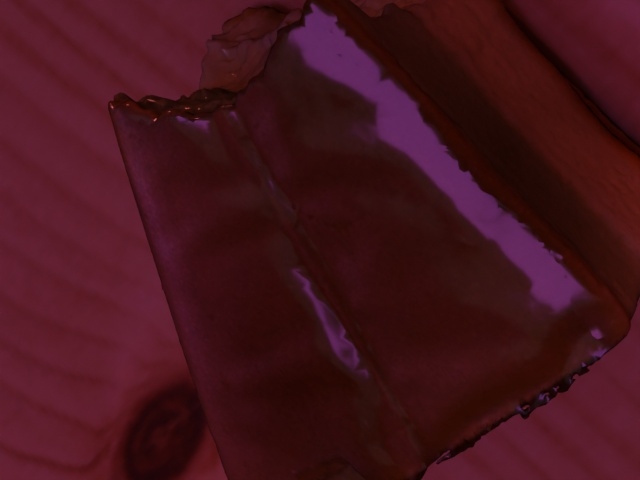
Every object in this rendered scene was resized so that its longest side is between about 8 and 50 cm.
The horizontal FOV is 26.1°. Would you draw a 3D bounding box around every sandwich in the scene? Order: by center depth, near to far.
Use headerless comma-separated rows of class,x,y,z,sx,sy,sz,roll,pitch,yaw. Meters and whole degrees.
sandwich,0.000,0.000,0.551,0.186,0.108,0.220,47,130,-1
